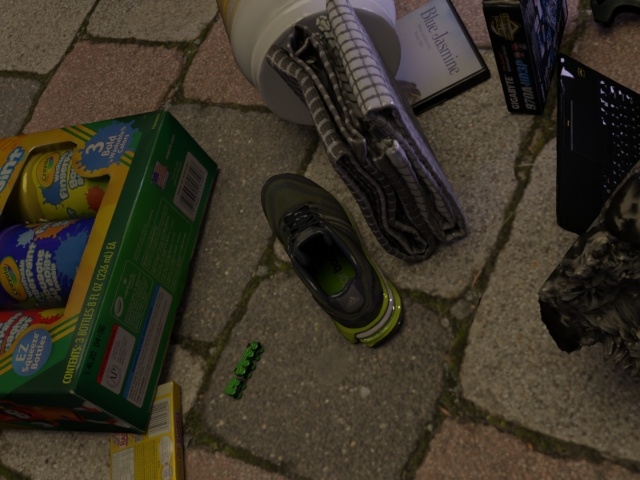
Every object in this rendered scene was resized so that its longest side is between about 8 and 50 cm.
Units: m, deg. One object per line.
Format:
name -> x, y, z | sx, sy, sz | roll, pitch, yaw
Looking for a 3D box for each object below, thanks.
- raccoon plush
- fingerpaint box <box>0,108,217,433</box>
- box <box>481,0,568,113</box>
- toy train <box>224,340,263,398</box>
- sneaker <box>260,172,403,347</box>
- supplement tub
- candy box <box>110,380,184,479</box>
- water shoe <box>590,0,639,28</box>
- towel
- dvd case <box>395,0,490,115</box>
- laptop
raccoon plush -> 0.411, 0.017, 0.739 | 0.299, 0.216, 0.446 | 38, 67, 15
fingerpaint box -> -0.392, 0.044, 1.232 | 0.371, 0.163, 0.445 | -4, 58, 27
box -> 0.267, -0.294, 1.062 | 0.051, 0.220, 0.175 | 8, 67, 26
toy train -> -0.104, 0.173, 1.115 | 0.023, 0.017, 0.083 | 9, 67, 43
sneaker -> 0.000, 0.000, 1.093 | 0.111, 0.121, 0.300 | -40, 52, 2
supplement tub -> -0.030, -0.355, 1.212 | 0.241, 0.241, 0.331 | -27, 54, 11
candy box -> -0.231, 0.297, 1.102 | 0.105, 0.027, 0.206 | -22, 54, 18
water shoe -> 0.460, -0.324, 1.087 | 0.203, 0.073, 0.080 | -3, 88, 26
towel -> 0.060, -0.128, 1.035 | 0.121, 0.284, 0.235 | -29, 52, 12
dvd case -> 0.108, -0.251, 1.246 | 0.253, 0.022, 0.180 | -26, 53, 12
laptop -> 0.406, -0.097, 0.926 | 0.136, 0.264, 0.234 | -36, 39, 54
